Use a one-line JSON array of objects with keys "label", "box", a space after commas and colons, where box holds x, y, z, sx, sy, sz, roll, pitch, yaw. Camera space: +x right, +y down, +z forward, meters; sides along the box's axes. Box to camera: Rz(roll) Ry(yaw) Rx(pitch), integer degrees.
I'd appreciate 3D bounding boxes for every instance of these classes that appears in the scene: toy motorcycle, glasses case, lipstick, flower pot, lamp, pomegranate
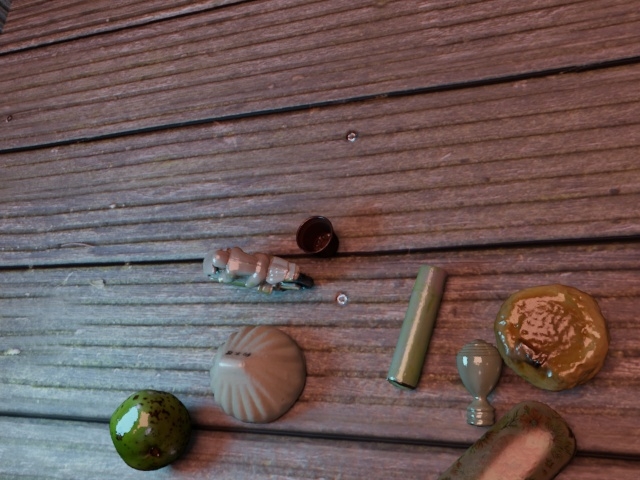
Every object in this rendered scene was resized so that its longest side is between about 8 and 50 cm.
[{"label": "toy motorcycle", "box": [-0.193, 0.077, 1.809, 0.341, 0.223, 0.107, 6, 73, 25]}, {"label": "glasses case", "box": [0.352, 0.517, 1.423, 0.425, 0.098, 0.156, -44, 55, 1]}, {"label": "lipstick", "box": [0.233, 0.210, 1.633, 0.076, 0.076, 0.304, 9, 73, 28]}, {"label": "flower pot", "box": [0.000, 0.000, 1.827, 0.111, 0.089, 0.111, -10, 63, 21]}, {"label": "lamp", "box": [0.358, 0.318, 1.516, 0.106, 0.106, 0.193, -3, 77, 24]}, {"label": "pomegranate", "box": [-0.446, 0.480, 1.777, 0.214, 0.214, 0.248, -43, 23, 2]}]

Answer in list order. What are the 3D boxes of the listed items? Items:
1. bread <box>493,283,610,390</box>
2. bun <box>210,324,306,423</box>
[{"label": "bread", "box": [0.506, 0.215, 1.469, 0.244, 0.134, 0.244, -11, 64, 24]}, {"label": "bun", "box": [-0.185, 0.328, 1.719, 0.263, 0.175, 0.263, -9, 64, 20]}]
